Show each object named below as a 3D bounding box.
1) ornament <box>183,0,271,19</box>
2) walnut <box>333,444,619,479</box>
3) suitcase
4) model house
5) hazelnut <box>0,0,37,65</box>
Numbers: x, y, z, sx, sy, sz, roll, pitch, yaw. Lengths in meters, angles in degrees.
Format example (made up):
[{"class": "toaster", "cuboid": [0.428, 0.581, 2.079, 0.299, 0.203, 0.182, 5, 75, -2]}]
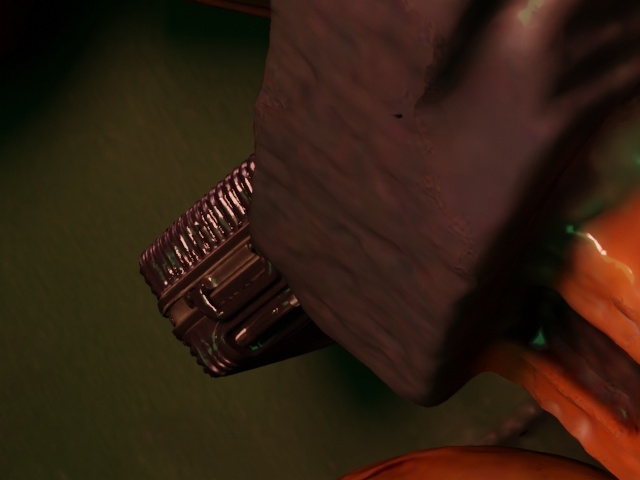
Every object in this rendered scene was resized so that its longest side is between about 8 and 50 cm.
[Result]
[{"class": "ornament", "cuboid": [-0.011, -0.160, 0.622, 0.217, 0.221, 0.235, 12, 61, 34]}, {"class": "walnut", "cuboid": [0.041, 0.159, 0.593, 0.203, 0.203, 0.298, 59, 138, 12]}, {"class": "suitcase", "cuboid": [0.000, 0.000, 0.661, 0.086, 0.126, 0.059, -40, 76, 28]}, {"class": "model house", "cuboid": [0.174, -0.013, 0.456, 0.301, 0.271, 0.190, 47, 153, 18]}, {"class": "hazelnut", "cuboid": [-0.210, -0.136, 0.726, 0.208, 0.208, 0.208, 4, 97, 31]}]
